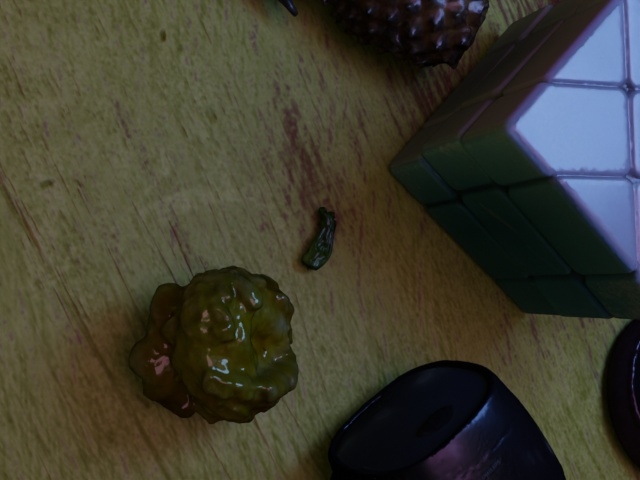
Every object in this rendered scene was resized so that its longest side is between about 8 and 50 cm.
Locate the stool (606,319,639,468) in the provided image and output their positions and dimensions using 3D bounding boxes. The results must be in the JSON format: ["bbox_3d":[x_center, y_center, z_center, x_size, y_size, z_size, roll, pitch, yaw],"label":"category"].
[{"bbox_3d":[0.578,0.226,1.327,0.272,0.178,0.272,5,79,-26],"label":"stool"}]

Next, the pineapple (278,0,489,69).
[{"bbox_3d":[0.042,-0.348,1.180,0.361,0.175,0.175,22,73,-6],"label":"pineapple"}]

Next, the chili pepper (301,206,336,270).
[{"bbox_3d":[0.002,0.000,1.170,0.034,0.030,0.091,18,71,4],"label":"chili pepper"}]

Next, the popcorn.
[{"bbox_3d":[-0.112,0.120,1.033,0.197,0.155,0.198,16,70,-51],"label":"popcorn"}]

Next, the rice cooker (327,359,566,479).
[{"bbox_3d":[0.153,0.290,1.084,0.267,0.267,0.224,-40,107,-24],"label":"rice cooker"}]

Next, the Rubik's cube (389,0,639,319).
[{"bbox_3d":[0.344,-0.113,1.175,0.322,0.316,0.319,46,73,-14],"label":"Rubik's cube"}]
